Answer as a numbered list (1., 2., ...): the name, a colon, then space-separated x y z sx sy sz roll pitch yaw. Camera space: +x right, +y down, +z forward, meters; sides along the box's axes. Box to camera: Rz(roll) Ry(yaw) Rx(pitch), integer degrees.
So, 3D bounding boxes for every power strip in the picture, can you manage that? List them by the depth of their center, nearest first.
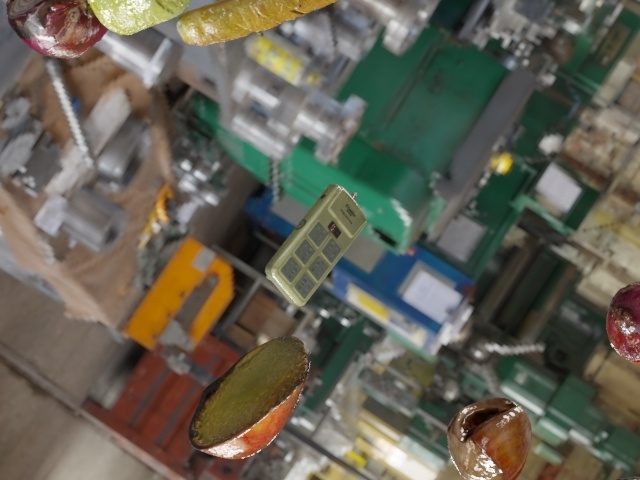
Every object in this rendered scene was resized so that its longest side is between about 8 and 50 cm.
1. power strip: 0.000 0.000 1.559 0.028 0.076 0.169 9 -124 51

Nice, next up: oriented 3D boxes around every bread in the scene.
1. bread: -0.245 -0.337 1.644 0.129 0.114 0.111 -35 112 -55

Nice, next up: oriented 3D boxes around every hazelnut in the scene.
1. hazelnut: 0.153 0.179 1.097 0.086 0.086 0.086 -56 172 -12

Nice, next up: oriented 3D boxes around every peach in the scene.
1. peach: -0.076 0.215 1.653 0.279 0.068 0.189 -19 -142 54

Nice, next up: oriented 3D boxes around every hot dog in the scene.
1. hot dog: -0.083 -0.364 1.904 0.285 0.061 0.088 -22 164 -4

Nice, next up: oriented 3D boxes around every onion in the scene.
1. onion: 0.404 0.102 1.539 0.107 0.097 0.107 -20 -113 60
2. onion: -0.459 -0.392 2.114 0.218 0.140 0.195 -7 -128 41

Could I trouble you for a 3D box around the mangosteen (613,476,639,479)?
1. mangosteen: 0.418 0.479 1.711 0.359 0.306 0.306 -5 -138 52
